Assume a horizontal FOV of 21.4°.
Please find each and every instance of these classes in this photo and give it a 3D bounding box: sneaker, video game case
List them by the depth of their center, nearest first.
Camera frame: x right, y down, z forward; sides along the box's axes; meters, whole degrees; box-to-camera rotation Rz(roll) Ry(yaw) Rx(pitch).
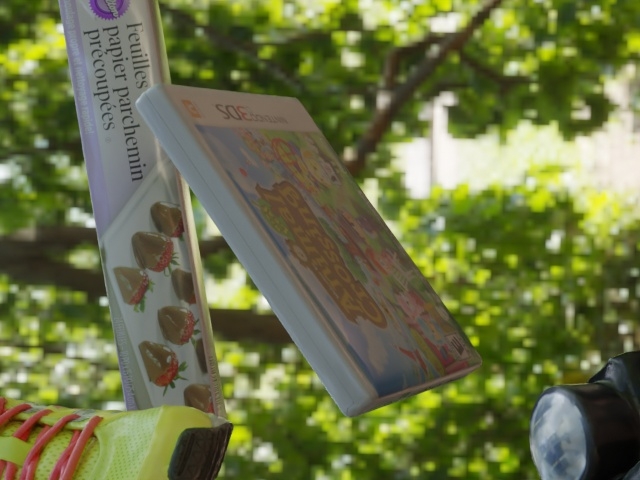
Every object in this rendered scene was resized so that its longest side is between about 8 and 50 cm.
[{"bbox_3d":[-0.112,0.099,0.676,0.208,0.094,0.081,-27,34,53],"label":"sneaker"},{"bbox_3d":[0.000,0.000,0.989,0.212,0.023,0.193,56,-160,12],"label":"video game case"}]

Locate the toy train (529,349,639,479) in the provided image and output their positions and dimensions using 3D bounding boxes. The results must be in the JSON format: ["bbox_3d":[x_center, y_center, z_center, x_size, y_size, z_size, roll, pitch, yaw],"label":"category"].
[{"bbox_3d":[0.261,0.128,0.813,0.142,0.334,0.190,-57,41,47],"label":"toy train"}]

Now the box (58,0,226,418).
[{"bbox_3d":[-0.124,-0.026,1.179,0.067,0.063,0.324,52,-152,-88],"label":"box"}]
